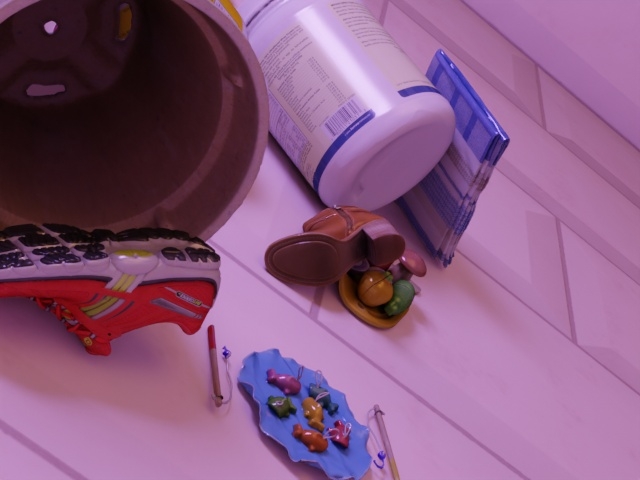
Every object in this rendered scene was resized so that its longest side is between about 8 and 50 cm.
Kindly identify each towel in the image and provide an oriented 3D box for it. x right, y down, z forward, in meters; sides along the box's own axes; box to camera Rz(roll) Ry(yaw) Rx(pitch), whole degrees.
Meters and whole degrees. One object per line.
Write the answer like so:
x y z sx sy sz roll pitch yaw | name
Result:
0.189 -0.123 1.916 0.034 0.285 0.209 -10 51 -27 | towel

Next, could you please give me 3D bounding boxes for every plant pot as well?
-0.259 -0.174 1.298 0.334 0.334 0.305 25 19 -35 | plant pot

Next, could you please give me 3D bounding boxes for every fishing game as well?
-0.011 0.186 1.374 0.264 0.041 0.189 31 24 -24 | fishing game

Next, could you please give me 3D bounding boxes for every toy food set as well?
0.091 0.040 1.725 0.128 0.071 0.218 44 24 3 | toy food set

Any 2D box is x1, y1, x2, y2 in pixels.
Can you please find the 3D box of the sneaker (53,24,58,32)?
-0.295 -0.280 1.678 0.170 0.063 0.075 -13 26 -42 | sneaker

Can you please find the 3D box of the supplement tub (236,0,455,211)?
0.022 -0.225 1.855 0.235 0.235 0.325 1 47 -56 | supplement tub

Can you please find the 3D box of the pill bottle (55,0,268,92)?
-0.211 -0.276 1.571 0.334 0.188 0.188 50 15 -40 | pill bottle

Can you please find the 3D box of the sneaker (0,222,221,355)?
-0.225 0.055 1.187 0.279 0.118 0.107 3 19 -27 | sneaker

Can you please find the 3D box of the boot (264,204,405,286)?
0.000 0.000 1.653 0.197 0.073 0.152 -5 19 -21 | boot
